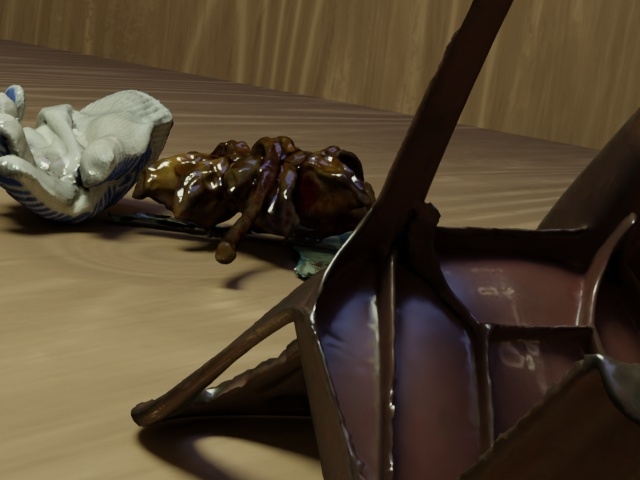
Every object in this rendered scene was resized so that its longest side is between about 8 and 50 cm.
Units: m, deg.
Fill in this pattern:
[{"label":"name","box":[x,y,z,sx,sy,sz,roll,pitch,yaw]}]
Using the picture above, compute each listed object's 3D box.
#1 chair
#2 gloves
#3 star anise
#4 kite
[{"label":"chair","box":[0.061,0.058,0.527,0.175,0.183,0.326,4,-35,-23]},{"label":"gloves","box":[-0.173,-0.062,1.120,0.119,0.097,0.229,-2,3,18]},{"label":"star anise","box":[-0.029,-0.030,1.083,0.177,0.073,0.234,-6,21,-24]},{"label":"kite","box":[0.000,0.000,1.171,0.314,0.012,0.335,7,8,-6]}]
